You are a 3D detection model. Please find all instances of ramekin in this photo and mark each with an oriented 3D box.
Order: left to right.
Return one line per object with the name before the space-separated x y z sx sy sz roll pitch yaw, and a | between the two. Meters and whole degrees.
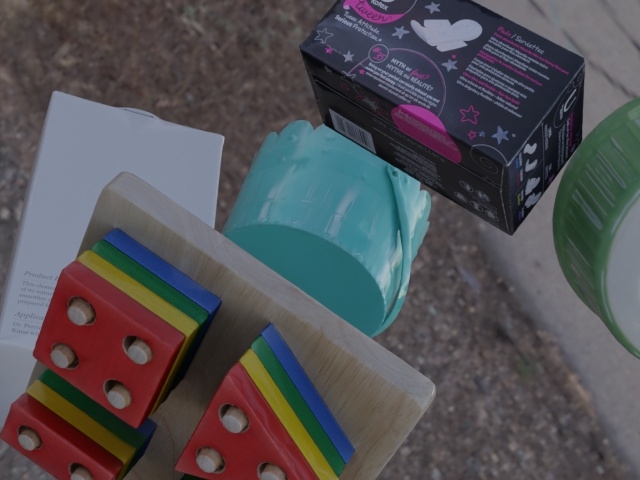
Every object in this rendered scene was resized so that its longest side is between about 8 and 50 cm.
ramekin | 0.407 -0.002 1.343 0.303 0.303 0.148 40 16 -16

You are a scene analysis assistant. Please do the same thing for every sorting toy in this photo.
sorting toy | -0.093 0.129 0.888 0.255 0.257 0.089 34 41 6

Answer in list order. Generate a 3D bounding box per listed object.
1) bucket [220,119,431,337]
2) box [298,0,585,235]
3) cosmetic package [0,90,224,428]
bucket | 0.000 0.000 1.702 0.281 0.281 0.183 39 49 -18
box | 0.127 -0.147 1.289 0.247 0.142 0.163 33 -15 22
cosmetic package | -0.238 0.030 1.431 0.217 0.156 0.385 16 44 -13
